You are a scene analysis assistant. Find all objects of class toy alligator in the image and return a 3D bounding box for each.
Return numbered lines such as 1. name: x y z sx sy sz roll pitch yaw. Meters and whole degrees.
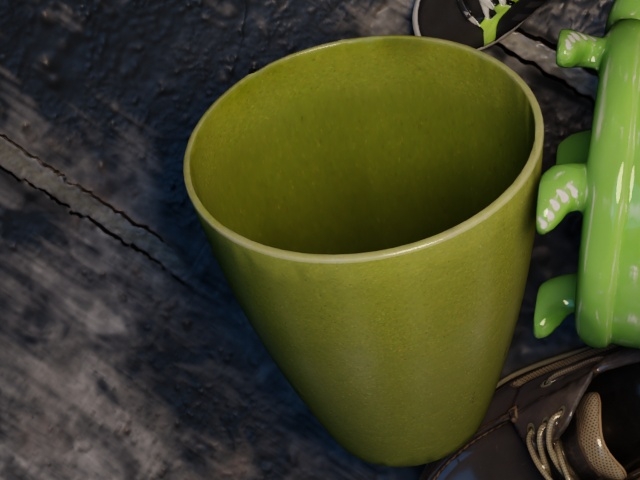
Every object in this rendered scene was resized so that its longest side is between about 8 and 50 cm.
1. toy alligator: 0.000 0.000 1.687 0.051 0.056 0.189 39 112 50

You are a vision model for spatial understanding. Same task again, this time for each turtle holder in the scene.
1. turtle holder: 0.292 -0.058 1.508 0.227 0.320 0.243 6 129 10

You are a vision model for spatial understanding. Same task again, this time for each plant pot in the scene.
1. plant pot: 0.053 0.035 1.557 0.275 0.275 0.293 1 131 14

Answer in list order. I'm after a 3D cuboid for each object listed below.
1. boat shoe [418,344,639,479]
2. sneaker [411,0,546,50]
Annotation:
1. boat shoe: 0.220 0.151 1.606 0.355 0.130 0.132 -36 87 16
2. sneaker: 0.166 -0.231 1.587 0.235 0.097 0.084 -35 87 17
